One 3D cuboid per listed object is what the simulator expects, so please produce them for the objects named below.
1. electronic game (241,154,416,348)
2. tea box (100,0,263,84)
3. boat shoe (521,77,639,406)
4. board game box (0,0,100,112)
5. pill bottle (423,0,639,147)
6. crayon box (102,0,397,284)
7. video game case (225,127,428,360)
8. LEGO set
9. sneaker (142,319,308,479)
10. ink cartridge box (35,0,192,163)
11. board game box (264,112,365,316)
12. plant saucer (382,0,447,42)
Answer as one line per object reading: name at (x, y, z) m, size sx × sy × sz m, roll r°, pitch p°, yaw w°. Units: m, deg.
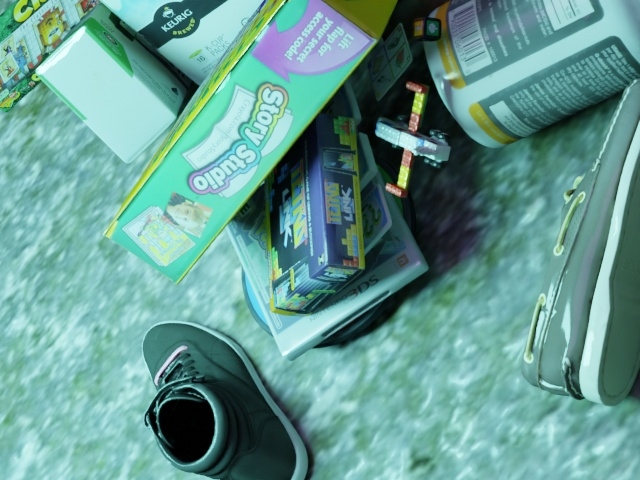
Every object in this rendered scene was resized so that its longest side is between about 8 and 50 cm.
electronic game at (0.006, 0.007, 1.884) m, size 0.229 × 0.048 × 0.229 m, roll -16°, pitch 61°, yaw 32°
tea box at (-0.122, -0.412, 1.959) m, size 0.329 × 0.323 × 0.220 m, roll -33°, pitch 38°, yaw 24°
boat shoe at (0.271, -0.008, 1.641) m, size 0.097 × 0.117 × 0.324 m, roll 9°, pitch 82°, yaw 37°
board game box at (-0.357, -0.301, 2.318) m, size 0.260 × 0.030 × 0.136 m, roll -38°, pitch 50°, yaw 19°
pill bottle at (0.255, -0.215, 1.711) m, size 0.278 × 0.162 × 0.162 m, roll -25°, pitch 57°, yaw 27°
crayon box at (-0.054, -0.170, 1.807) m, size 0.363 × 0.106 × 0.313 m, roll -49°, pitch 8°, yaw 30°
video game case at (0.000, 0.000, 1.845) m, size 0.183 × 0.023 × 0.201 m, roll -35°, pitch 57°, yaw 14°
LEGO set at (0.056, -0.116, 1.740) m, size 0.244 × 0.060 × 0.182 m, roll -48°, pitch 48°, yaw 47°
sneaker at (-0.141, 0.161, 1.866) m, size 0.104 × 0.147 × 0.296 m, roll -54°, pitch 47°, yaw 9°
ink cartridge box at (-0.237, -0.197, 2.035) m, size 0.087 × 0.153 × 0.208 m, roll -42°, pitch 13°, yaw 15°
board game box at (-0.009, -0.025, 1.773) m, size 0.141 × 0.048 × 0.170 m, roll 136°, pitch 136°, yaw -56°
plant saucer at (0.119, -0.296, 1.866) m, size 0.198 × 0.036 × 0.198 m, roll -51°, pitch 15°, yaw 20°
